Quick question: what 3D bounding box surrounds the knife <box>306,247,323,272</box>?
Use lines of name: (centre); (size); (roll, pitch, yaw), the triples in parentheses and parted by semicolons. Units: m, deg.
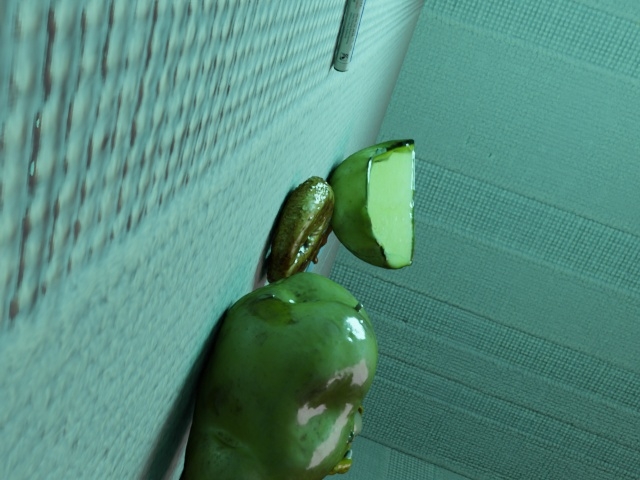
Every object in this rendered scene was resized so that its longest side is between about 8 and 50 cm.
knife: (-0.019, 0.057, 1.960); (0.045, 0.019, 0.313); (95, 14, -45)

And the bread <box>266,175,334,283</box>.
bread: (-0.036, -0.014, 1.051); (0.193, 0.064, 0.193); (-63, 171, -17)

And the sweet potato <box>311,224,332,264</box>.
sweet potato: (0.002, -0.003, 1.771); (0.044, 0.044, 0.179); (-66, -179, -45)

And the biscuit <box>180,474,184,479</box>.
biscuit: (-0.156, 0.415, 1.107); (0.359, 0.046, 0.359); (-53, 152, -44)

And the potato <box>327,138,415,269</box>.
potato: (0.088, -0.094, 1.601); (0.280, 0.212, 0.330); (3, 86, -60)

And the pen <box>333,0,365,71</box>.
pen: (0.050, -0.323, 0.906); (0.204, 0.025, 0.025); (106, 6, -46)

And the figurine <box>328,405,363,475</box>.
figurine: (-0.009, 0.443, 1.918); (0.401, 0.268, 0.387); (-41, 135, -88)

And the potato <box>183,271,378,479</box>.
potato: (-0.060, 0.204, 0.820); (0.218, 0.202, 0.351); (5, -117, 54)
